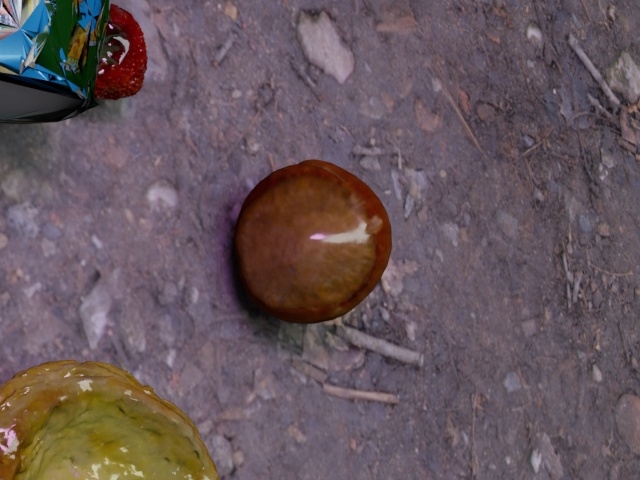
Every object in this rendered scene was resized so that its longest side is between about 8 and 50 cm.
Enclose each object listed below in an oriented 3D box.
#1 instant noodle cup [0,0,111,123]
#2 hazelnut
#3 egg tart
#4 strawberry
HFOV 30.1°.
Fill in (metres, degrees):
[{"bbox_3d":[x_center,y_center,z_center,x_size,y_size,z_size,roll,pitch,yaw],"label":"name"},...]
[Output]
[{"bbox_3d":[-0.280,-0.208,1.018,0.240,0.240,0.178,12,77,-43],"label":"instant noodle cup"},{"bbox_3d":[0.000,0.000,1.282,0.182,0.182,0.182,14,70,-43],"label":"hazelnut"},{"bbox_3d":[-0.214,0.248,1.034,0.294,0.123,0.294,19,63,-44],"label":"egg tart"},{"bbox_3d":[-0.215,-0.183,1.166,0.106,0.106,0.106,14,70,-43],"label":"strawberry"}]
